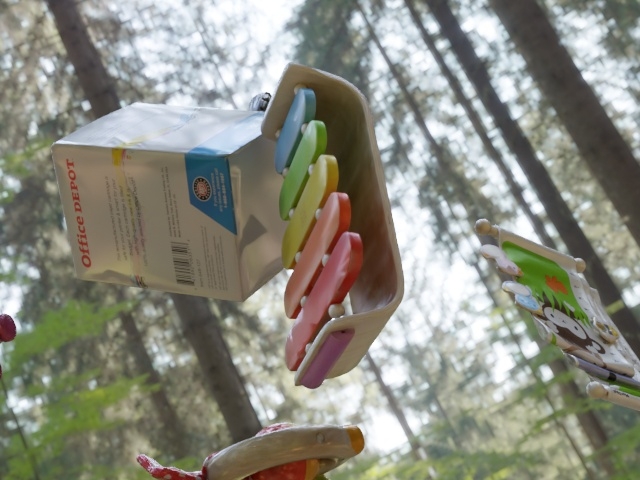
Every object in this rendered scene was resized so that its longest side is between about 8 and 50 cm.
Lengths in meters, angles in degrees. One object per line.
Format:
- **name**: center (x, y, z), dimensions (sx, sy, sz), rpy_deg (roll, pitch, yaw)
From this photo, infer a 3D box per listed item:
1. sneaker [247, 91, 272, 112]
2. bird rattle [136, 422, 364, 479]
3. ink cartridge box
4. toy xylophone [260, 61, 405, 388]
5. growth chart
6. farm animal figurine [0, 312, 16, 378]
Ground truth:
- **sneaker**: center (-0.117, -0.113, 1.597), dimensions (0.106, 0.267, 0.101), rpy_deg (-9, -41, 22)
- **bird rattle**: center (-0.067, 0.249, 1.231), dimensions (0.253, 0.143, 0.207), rpy_deg (13, -37, -34)
- **ink cartridge box**: center (-0.156, -0.051, 1.246), dimensions (0.232, 0.171, 0.168), rpy_deg (7, 26, 25)
- **toy xylophone**: center (0.000, 0.000, 1.063), dimensions (0.081, 0.323, 0.236), rpy_deg (3, -42, -18)
- **growth chart**: center (0.244, 0.075, 1.032), dimensions (0.171, 0.237, 0.021), rpy_deg (15, -56, -37)
- **farm animal figurine**: center (-0.299, 0.009, 0.483), dimensions (0.172, 0.331, 0.327), rpy_deg (-18, -20, 15)
